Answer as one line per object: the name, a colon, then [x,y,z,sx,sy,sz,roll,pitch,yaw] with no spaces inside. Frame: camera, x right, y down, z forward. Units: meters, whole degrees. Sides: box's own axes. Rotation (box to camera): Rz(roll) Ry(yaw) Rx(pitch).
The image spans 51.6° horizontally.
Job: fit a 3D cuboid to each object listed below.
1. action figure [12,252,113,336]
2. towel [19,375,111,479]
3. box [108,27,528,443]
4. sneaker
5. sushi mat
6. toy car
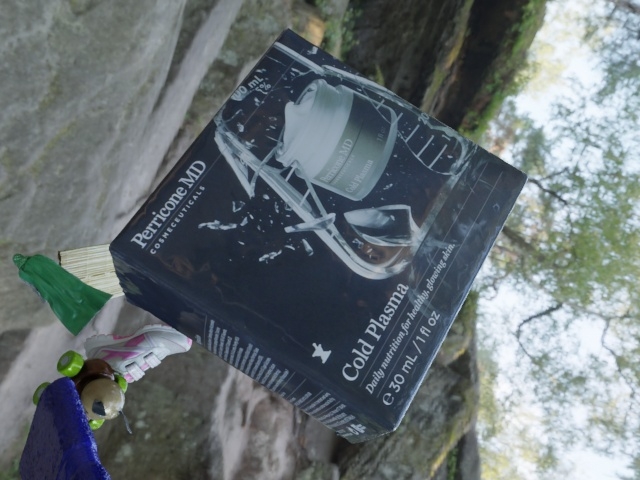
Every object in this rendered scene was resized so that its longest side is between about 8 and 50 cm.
action figure: [-0.622,0.107,1.551,0.063,0.232,0.137,-41,-169,46]
towel: [-0.377,0.388,1.014,0.308,0.076,0.227,46,-62,43]
box: [0.000,0.000,1.107,0.479,0.472,0.297,-57,176,-22]
sneaker: [-0.412,0.266,1.499,0.103,0.253,0.111,67,13,-56]
sushi mat: [-0.570,0.082,1.771,0.317,0.019,0.151,-13,107,-61]
toy car: [-0.453,0.332,1.333,0.188,0.155,0.148,23,-106,45]
